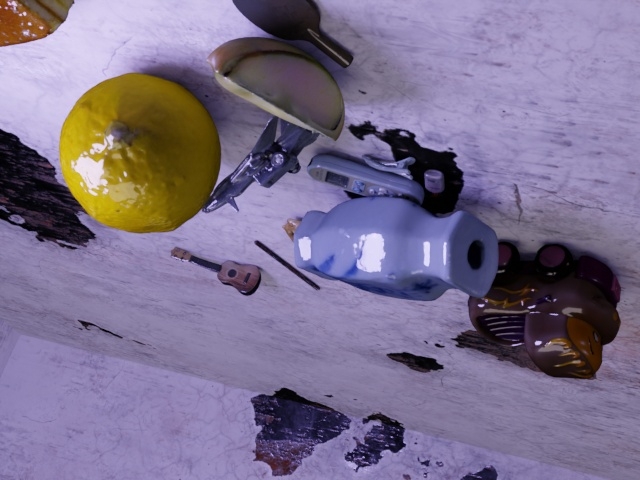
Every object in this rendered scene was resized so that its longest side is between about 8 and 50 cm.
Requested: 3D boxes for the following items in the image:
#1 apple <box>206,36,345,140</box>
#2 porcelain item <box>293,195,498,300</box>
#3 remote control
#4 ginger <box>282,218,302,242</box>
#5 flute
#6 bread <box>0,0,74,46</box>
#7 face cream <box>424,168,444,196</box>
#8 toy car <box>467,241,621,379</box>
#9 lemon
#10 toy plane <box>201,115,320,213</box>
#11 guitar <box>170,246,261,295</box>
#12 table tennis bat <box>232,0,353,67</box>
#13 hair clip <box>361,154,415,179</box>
[{"bbox_3d":[-0.074,-0.278,1.561,0.265,0.120,0.193,26,-171,-35],"label":"apple"},{"bbox_3d":[0.147,0.017,1.883,0.405,0.178,0.243,5,165,41],"label":"porcelain item"},{"bbox_3d":[0.093,-0.122,1.867,0.244,0.047,0.087,17,164,1],"label":"remote control"},{"bbox_3d":[0.000,0.000,2.190,0.193,0.052,0.176,1,156,37],"label":"ginger"},{"bbox_3d":[-0.086,0.069,2.447,0.014,0.014,0.269,-5,147,42],"label":"flute"},{"bbox_3d":[-0.582,-0.427,1.617,0.234,0.110,0.184,-2,150,37],"label":"bread"},{"bbox_3d":[0.226,-0.112,1.824,0.040,0.021,0.083,12,155,14],"label":"face cream"},{"bbox_3d":[0.469,0.165,1.978,0.341,0.240,0.271,-1,148,32],"label":"toy car"},{"bbox_3d":[-0.345,-0.165,1.784,0.336,0.336,0.336,15,156,7],"label":"lemon"},{"bbox_3d":[-0.118,-0.129,1.747,0.088,0.267,0.212,47,-170,18],"label":"toy plane"},{"bbox_3d":[-0.293,0.077,2.555,0.271,0.083,0.038,18,159,15],"label":"guitar"},{"bbox_3d":[-0.042,-0.356,1.499,0.234,0.022,0.131,33,152,-25],"label":"table tennis bat"},{"bbox_3d":[0.135,-0.152,1.805,0.115,0.039,0.030,16,156,33],"label":"hair clip"}]
